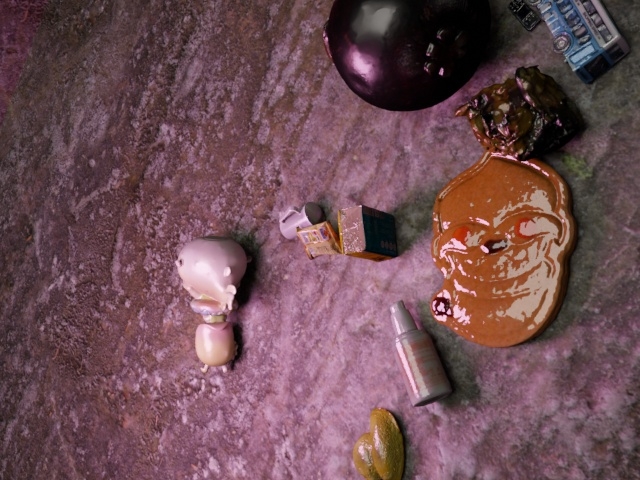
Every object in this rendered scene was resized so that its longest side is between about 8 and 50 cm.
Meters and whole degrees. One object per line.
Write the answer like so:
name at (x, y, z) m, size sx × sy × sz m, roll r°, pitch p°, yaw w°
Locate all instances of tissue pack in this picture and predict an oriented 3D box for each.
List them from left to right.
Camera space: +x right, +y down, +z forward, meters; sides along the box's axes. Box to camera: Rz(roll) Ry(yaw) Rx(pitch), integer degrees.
tissue pack at (0.117, -0.014, 1.903) m, size 0.082 × 0.169 × 0.120 m, roll -13°, pitch 76°, yaw 32°

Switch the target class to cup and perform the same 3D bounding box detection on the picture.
cup at (-0.061, -0.057, 2.097) m, size 0.116 × 0.104 × 0.074 m, roll -26°, pitch 51°, yaw 37°

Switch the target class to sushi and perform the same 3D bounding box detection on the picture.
sushi at (0.425, -0.270, 1.673) m, size 0.204 × 0.200 × 0.213 m, roll -41°, pitch 55°, yaw 36°

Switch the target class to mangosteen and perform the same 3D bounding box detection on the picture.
mangosteen at (0.185, -0.503, 1.805) m, size 0.382 × 0.382 × 0.435 m, roll -61°, pitch 36°, yaw 15°

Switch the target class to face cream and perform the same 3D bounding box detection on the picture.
face cream at (0.221, 0.260, 1.823) m, size 0.101 × 0.101 × 0.252 m, roll -34°, pitch 64°, yaw 30°

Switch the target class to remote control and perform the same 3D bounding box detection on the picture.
remote control at (0.473, -0.527, 1.786) m, size 0.039 × 0.014 × 0.096 m, roll -45°, pitch 58°, yaw 25°

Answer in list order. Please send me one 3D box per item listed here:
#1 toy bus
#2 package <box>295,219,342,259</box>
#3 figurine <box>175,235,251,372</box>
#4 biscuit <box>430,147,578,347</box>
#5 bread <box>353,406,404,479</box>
toy bus at (0.544, -0.495, 1.668) m, size 0.131 × 0.106 × 0.297 m, roll -33°, pitch 63°, yaw 27°
package at (-0.002, 0.000, 2.052) m, size 0.120 × 0.031 × 0.108 m, roll -10°, pitch 121°, yaw 37°
figurine at (-0.295, 0.189, 2.185) m, size 0.274 × 0.226 × 0.395 m, roll -166°, pitch 77°, yaw -66°
biscuit at (0.405, 0.013, 1.737) m, size 0.349 × 0.078 × 0.456 m, roll -4°, pitch 81°, yaw 35°
bread at (0.130, 0.507, 1.888) m, size 0.149 × 0.065 × 0.188 m, roll -10°, pitch 79°, yaw 43°
